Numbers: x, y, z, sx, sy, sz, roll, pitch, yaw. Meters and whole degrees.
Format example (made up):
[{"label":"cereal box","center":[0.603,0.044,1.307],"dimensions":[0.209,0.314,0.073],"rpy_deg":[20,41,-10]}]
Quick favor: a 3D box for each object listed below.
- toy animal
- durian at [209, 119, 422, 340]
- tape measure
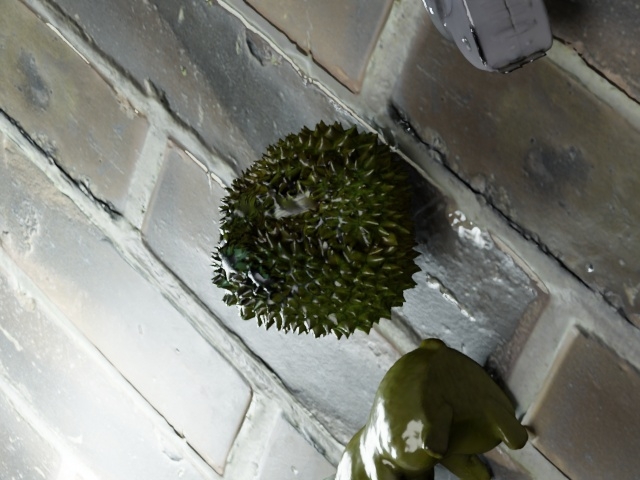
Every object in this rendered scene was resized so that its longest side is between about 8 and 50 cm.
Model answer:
[{"label":"toy animal","center":[0.107,0.289,2.215],"dimensions":[0.180,0.181,0.363],"rpy_deg":[54,138,26]},{"label":"durian","center":[0.002,0.002,2.158],"dimensions":[0.291,0.224,0.291],"rpy_deg":[-12,68,31]},{"label":"tape measure","center":[0.156,-0.305,1.877],"dimensions":[0.197,0.120,0.236],"rpy_deg":[-145,34,-74]}]
